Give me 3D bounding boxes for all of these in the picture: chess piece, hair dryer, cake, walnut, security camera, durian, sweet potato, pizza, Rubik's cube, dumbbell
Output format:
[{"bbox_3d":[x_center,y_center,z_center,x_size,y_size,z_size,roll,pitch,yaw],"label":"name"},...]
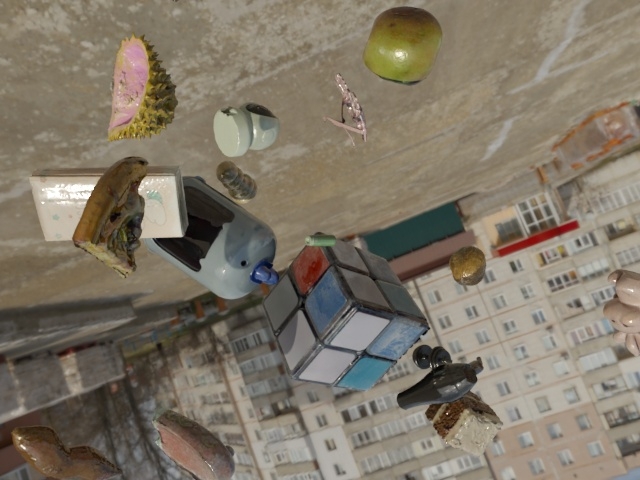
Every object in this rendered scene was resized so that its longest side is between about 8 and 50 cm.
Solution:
[{"bbox_3d":[-0.269,-0.187,1.682,0.094,0.094,0.170,-22,158,8],"label":"chess piece"},{"bbox_3d":[0.344,0.356,1.372,0.271,0.091,0.235,-5,155,-44],"label":"hair dryer"},{"bbox_3d":[0.381,0.480,1.428,0.134,0.135,0.147,-59,-157,15],"label":"cake"},{"bbox_3d":[0.416,0.074,1.511,0.105,0.105,0.124,-29,-155,48],"label":"walnut"},{"bbox_3d":[-0.270,-0.432,2.069,0.236,0.194,0.194,-19,173,-35],"label":"security camera"},{"bbox_3d":[-0.354,-0.287,1.058,0.132,0.182,0.165,15,160,-6],"label":"durian"},{"bbox_3d":[-0.409,0.356,0.869,0.051,0.218,0.065,5,-123,39],"label":"sweet potato"},{"bbox_3d":[-0.264,-0.009,0.700,0.036,0.176,0.185,6,-152,3],"label":"pizza"},{"bbox_3d":[0.064,0.213,1.567,0.318,0.313,0.316,22,117,-37],"label":"Rubik's cube"},{"bbox_3d":[0.423,0.448,2.040,0.099,0.099,0.208,-18,-175,-30],"label":"dumbbell"}]

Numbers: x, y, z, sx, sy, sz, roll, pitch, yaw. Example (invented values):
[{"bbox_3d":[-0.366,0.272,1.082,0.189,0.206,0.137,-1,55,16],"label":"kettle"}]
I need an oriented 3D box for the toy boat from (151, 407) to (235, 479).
[{"bbox_3d":[-0.286,0.469,1.237,0.085,0.227,0.155,-39,145,-44],"label":"toy boat"}]

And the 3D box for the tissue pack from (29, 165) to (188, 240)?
[{"bbox_3d":[-0.485,-0.087,1.250,0.325,0.170,0.071,-2,-148,-2],"label":"tissue pack"}]

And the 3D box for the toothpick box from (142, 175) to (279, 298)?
[{"bbox_3d":[-0.267,0.009,1.434,0.263,0.354,0.263,-48,158,-26],"label":"toothpick box"}]

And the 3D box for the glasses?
[{"bbox_3d":[0.069,-0.391,1.583,0.095,0.255,0.162,-18,136,-8],"label":"glasses"}]

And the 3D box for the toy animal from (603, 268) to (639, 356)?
[{"bbox_3d":[0.741,0.182,1.287,0.124,0.212,0.124,2,-166,0],"label":"toy animal"}]

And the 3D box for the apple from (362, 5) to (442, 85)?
[{"bbox_3d":[0.218,-0.525,1.436,0.188,0.207,0.174,12,177,-8],"label":"apple"}]

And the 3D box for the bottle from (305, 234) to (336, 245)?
[{"bbox_3d":[0.000,0.000,1.361,0.083,0.030,0.030,-1,162,-39],"label":"bottle"}]
